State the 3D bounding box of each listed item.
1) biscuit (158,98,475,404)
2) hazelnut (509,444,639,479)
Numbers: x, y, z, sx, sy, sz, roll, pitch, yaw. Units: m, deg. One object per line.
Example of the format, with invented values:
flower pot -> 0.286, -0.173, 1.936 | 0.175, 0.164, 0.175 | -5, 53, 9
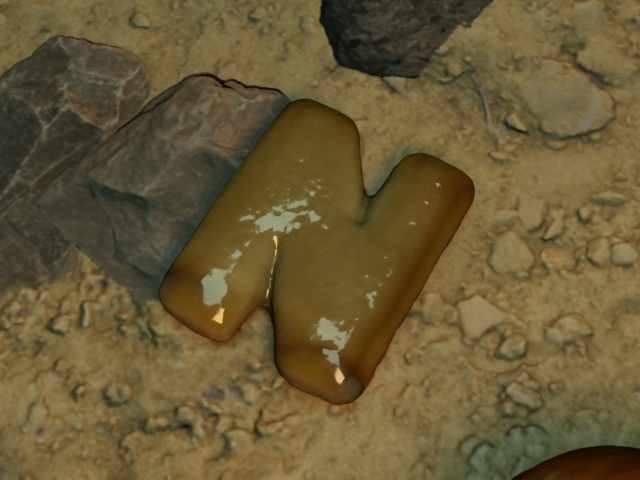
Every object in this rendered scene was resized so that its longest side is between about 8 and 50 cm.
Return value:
biscuit -> 0.000, 0.000, 1.099 | 0.236, 0.062, 0.291 | 29, 66, 14
hazelnut -> 0.261, 0.320, 0.817 | 0.372, 0.315, 0.372 | 20, 44, -21
